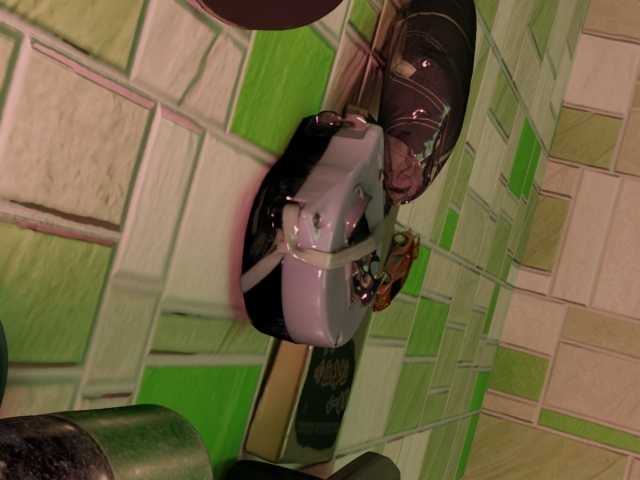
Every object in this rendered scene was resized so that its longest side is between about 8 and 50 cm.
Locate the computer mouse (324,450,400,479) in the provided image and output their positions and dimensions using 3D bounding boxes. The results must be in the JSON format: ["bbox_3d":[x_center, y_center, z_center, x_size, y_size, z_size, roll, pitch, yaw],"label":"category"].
[{"bbox_3d":[-0.001,0.364,1.384,0.331,0.095,0.197,-17,119,-61],"label":"computer mouse"}]

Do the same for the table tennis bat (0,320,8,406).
[{"bbox_3d":[-0.213,0.116,0.584,0.124,0.033,0.201,34,69,-65],"label":"table tennis bat"}]

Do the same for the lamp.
[{"bbox_3d":[0.021,-0.314,0.839,0.130,0.108,0.371,82,27,-60],"label":"lamp"}]

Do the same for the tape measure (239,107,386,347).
[{"bbox_3d":[0.000,0.004,1.055,0.182,0.107,0.181,-63,153,-44],"label":"tape measure"}]

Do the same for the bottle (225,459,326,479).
[{"bbox_3d":[-0.068,0.388,1.108,0.144,0.144,0.336,28,80,-73],"label":"bottle"}]

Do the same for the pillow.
[{"bbox_3d":[0.114,-0.163,1.250,0.335,0.092,0.161,-72,165,-56],"label":"pillow"}]

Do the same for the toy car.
[{"bbox_3d":[0.096,0.042,1.515,0.059,0.035,0.122,91,19,-49],"label":"toy car"}]

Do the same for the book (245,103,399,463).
[{"bbox_3d":[0.023,0.060,1.283,0.260,0.043,0.371,31,74,-72],"label":"book"}]

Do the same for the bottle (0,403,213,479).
[{"bbox_3d":[-0.170,0.131,0.534,0.330,0.093,0.093,6,98,-63],"label":"bottle"}]
